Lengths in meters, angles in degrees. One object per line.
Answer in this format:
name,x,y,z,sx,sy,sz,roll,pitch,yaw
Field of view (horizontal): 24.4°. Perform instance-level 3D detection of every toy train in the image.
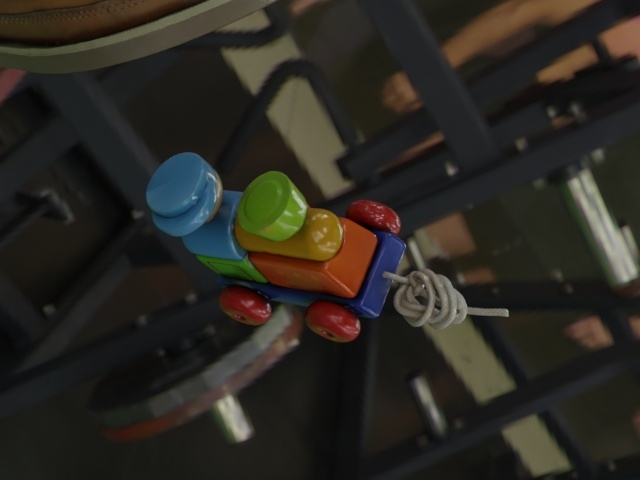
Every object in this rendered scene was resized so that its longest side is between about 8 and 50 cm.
toy train,0.000,0.000,1.045,0.143,0.248,0.105,40,66,-46

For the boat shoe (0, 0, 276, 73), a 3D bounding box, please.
boat shoe,-0.131,-0.148,0.745,0.111,0.307,0.104,-43,120,-48
